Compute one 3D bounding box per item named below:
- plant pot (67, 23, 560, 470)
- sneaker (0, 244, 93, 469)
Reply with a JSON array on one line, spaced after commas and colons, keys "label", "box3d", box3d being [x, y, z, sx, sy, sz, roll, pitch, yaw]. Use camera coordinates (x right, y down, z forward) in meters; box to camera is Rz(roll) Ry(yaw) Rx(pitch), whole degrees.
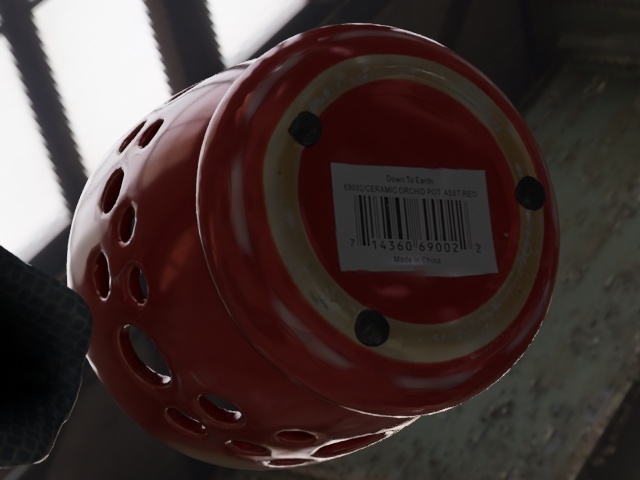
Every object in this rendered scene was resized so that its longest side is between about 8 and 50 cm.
[{"label": "plant pot", "box3d": [0.000, 0.000, 0.718, 0.191, 0.191, 0.174, 48, -30, -7]}, {"label": "sneaker", "box3d": [-0.127, -0.012, 0.310, 0.125, 0.104, 0.262, 7, -15, 20]}]
